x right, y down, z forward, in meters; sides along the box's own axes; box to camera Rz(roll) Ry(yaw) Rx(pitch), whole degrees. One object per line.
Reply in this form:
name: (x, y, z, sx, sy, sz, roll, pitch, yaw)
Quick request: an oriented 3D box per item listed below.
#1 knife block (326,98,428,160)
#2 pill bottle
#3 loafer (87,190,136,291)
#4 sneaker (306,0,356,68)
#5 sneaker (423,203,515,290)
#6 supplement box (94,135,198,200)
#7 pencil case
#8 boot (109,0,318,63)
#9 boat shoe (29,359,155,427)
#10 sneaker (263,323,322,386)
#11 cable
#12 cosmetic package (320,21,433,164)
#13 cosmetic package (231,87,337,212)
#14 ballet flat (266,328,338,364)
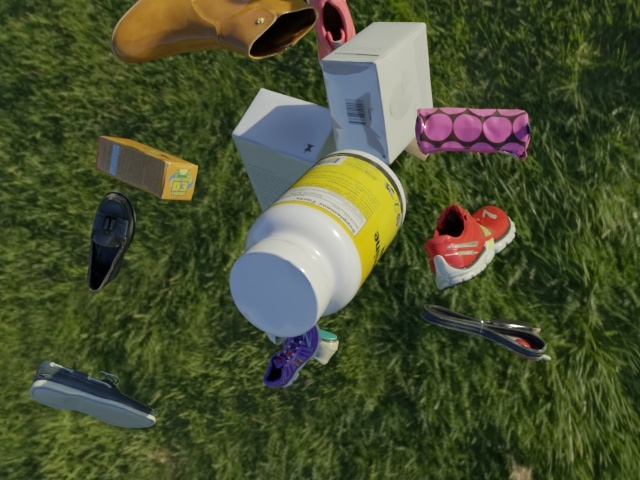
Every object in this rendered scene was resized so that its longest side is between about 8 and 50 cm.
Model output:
knife block: (0.152, -0.329, 1.898, 0.241, 0.088, 0.276, -14, 102, 6)
pill bottle: (0.000, 0.000, 1.090, 0.187, 0.334, 0.188, 13, 123, 20)
loafer: (-0.501, 0.011, 1.644, 0.096, 0.084, 0.268, 18, 124, -4)
sneaker: (0.035, -0.473, 1.678, 0.115, 0.314, 0.136, -16, 39, 8)
sneaker: (0.269, -0.018, 1.256, 0.107, 0.279, 0.118, -21, 101, 36)
supplement box: (-0.344, -0.142, 1.357, 0.233, 0.078, 0.080, 20, 103, 39)
pencil case: (0.279, -0.196, 1.284, 0.209, 0.095, 0.098, 2, 76, 11)
boot: (-0.169, -0.333, 1.092, 0.295, 0.104, 0.211, -32, 50, -13)
boat shoe: (-0.449, 0.311, 1.399, 0.095, 0.254, 0.079, -55, 23, 41)
sneaker: (-0.057, 0.227, 1.378, 0.068, 0.071, 0.170, 36, 107, 27)
cable: (0.348, 0.202, 1.448, 0.287, 0.139, 0.072, 8, 113, -11)
cosmetic package: (0.128, -0.318, 1.478, 0.138, 0.224, 0.224, 13, 130, 32)
cosmetic package: (-0.050, -0.169, 1.818, 0.230, 0.453, 0.162, 21, 68, 18)
ballet flat: (-0.074, 0.226, 1.666, 0.248, 0.086, 0.086, 22, 93, 26)
